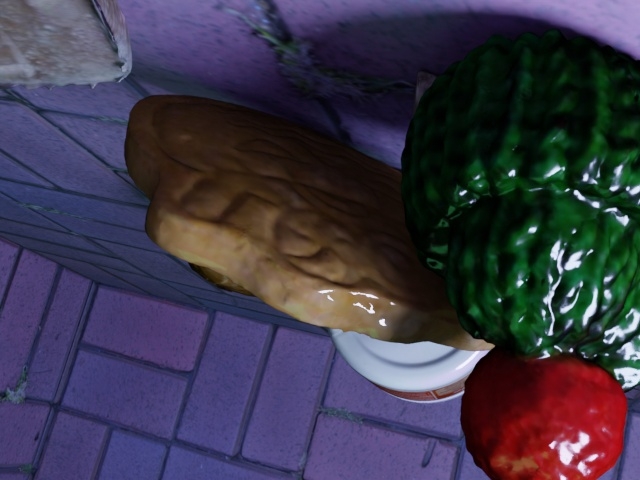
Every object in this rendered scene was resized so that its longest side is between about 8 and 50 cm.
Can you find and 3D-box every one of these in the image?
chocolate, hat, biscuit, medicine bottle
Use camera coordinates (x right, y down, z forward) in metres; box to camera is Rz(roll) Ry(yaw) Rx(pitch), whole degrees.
[{"bbox_3d":[-0.257,-0.214,0.705,0.185,0.100,0.303,5,170,-1],"label":"chocolate"},{"bbox_3d":[0.186,0.028,0.670,0.274,0.332,0.242,16,159,-12],"label":"hat"},{"bbox_3d":[-0.002,-0.037,0.853,0.385,0.062,0.365,16,-154,-21],"label":"biscuit"},{"bbox_3d":[0.143,0.103,1.267,0.252,0.252,0.241,12,168,14],"label":"medicine bottle"}]

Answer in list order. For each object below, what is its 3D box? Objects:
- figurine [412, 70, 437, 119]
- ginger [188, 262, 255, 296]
[{"bbox_3d":[0.110,-0.124,0.801,0.051,0.047,0.083,0,160,2],"label":"figurine"},{"bbox_3d":[-0.117,0.022,1.443,0.165,0.172,0.321,-28,152,13],"label":"ginger"}]
